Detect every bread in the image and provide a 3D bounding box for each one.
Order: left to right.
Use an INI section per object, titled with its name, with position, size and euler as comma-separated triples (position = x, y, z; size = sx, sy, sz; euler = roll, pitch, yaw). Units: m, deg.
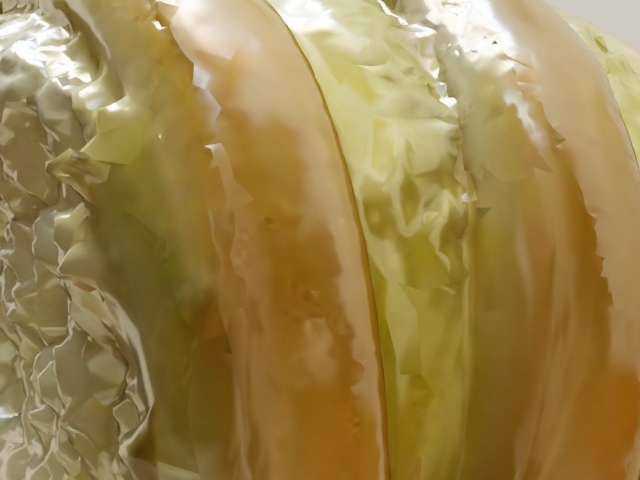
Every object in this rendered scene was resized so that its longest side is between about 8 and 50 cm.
[bread]
position = 0.000, 0.000, 0.538
size = 0.270, 0.211, 0.315
euler = -8, -142, -20
